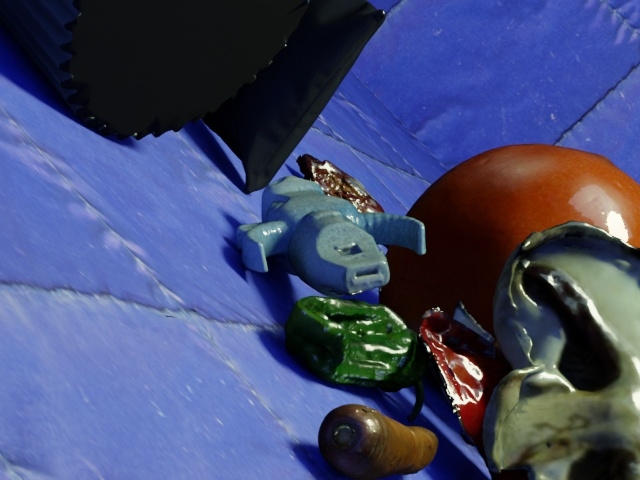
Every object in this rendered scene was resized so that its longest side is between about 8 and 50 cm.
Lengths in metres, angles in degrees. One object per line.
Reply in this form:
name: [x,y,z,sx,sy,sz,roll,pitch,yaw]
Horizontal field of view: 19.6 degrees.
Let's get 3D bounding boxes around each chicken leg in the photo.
chicken leg: [0.047,-0.040,2.417,0.205,0.053,0.093,48,-5,-1]

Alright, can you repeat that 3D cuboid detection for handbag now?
handbag: [-0.038,-0.199,2.100,0.088,0.254,0.211,29,16,-31]

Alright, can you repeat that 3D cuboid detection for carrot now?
carrot: [0.053,0.167,1.504,0.059,0.059,0.248,47,8,19]

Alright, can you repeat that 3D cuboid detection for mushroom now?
mushroom: [0.253,0.161,1.725,0.130,0.247,0.344,111,-35,-60]

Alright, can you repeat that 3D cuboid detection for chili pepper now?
chili pepper: [0.034,0.098,1.697,0.100,0.074,0.257,52,16,25]

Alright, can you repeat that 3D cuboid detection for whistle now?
whistle: [0.000,0.000,1.800,0.180,0.093,0.269,-6,14,-19]

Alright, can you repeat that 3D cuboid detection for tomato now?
tomato: [0.230,0.043,2.008,0.321,0.321,0.321,43,9,-9]

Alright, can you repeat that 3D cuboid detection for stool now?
stool: [-0.212,-0.311,1.781,0.330,0.297,0.297,46,9,30]

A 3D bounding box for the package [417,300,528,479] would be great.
package: [0.175,0.183,1.768,0.269,0.071,0.194,61,26,9]
